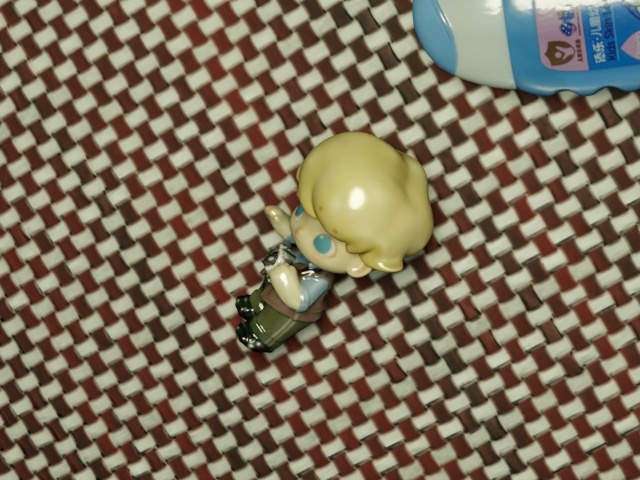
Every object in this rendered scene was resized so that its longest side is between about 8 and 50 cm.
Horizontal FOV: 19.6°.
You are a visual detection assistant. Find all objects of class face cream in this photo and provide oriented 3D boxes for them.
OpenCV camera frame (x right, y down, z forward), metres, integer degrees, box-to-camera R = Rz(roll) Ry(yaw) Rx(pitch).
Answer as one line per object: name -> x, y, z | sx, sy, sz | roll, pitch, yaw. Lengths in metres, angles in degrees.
face cream -> 0.197, -0.180, 1.359 | 0.264, 0.083, 0.149 | -6, 96, 14

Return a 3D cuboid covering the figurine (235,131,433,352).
figurine -> 0.000, 0.000, 1.434 | 0.108, 0.114, 0.196 | 36, 119, -20
